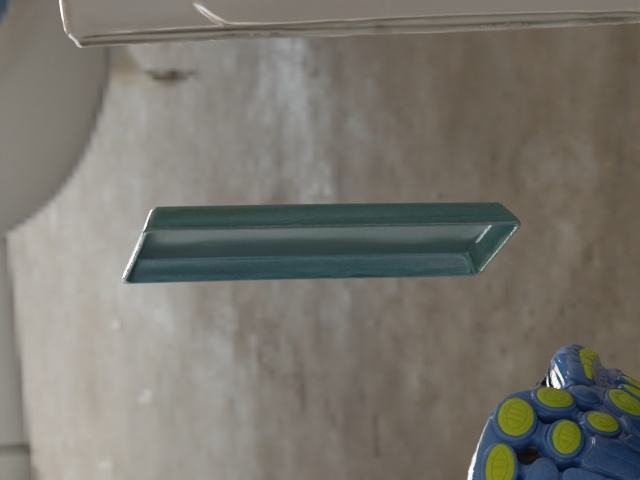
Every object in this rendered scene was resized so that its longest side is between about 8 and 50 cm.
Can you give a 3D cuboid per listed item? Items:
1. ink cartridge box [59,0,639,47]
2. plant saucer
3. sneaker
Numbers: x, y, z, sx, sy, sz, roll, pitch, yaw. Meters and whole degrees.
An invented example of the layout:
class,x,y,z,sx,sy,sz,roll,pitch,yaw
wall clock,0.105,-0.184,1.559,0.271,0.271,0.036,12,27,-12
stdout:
class,x,y,z,sx,sy,sz,roll,pitch,yaw
ink cartridge box,0.010,-0.218,0.628,0.270,0.197,0.198,-94,3,-51
plant saucer,0.000,0.000,0.961,0.067,0.192,0.018,123,143,-61
sneaker,0.100,0.099,0.826,0.078,0.067,0.188,-63,-10,14
